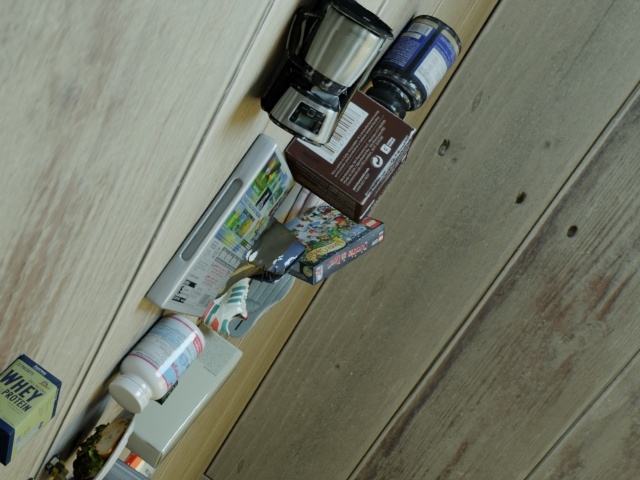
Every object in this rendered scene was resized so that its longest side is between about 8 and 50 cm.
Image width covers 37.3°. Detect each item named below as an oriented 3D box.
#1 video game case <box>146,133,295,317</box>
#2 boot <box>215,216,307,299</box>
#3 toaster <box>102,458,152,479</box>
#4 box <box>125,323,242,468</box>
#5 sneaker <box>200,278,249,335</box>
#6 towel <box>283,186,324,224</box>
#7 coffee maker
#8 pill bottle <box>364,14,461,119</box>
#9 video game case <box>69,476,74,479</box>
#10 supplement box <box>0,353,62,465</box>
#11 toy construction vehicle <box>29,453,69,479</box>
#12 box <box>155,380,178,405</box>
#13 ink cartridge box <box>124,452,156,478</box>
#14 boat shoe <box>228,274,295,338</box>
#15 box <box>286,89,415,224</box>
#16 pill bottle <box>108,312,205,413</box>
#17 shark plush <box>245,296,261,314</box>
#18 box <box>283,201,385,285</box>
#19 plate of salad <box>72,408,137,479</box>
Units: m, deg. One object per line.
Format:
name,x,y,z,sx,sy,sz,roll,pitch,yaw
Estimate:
video game case,-0.151,-0.011,1.548,0.300,0.036,0.329,-55,173,-4
boot,-0.117,0.048,1.768,0.219,0.106,0.082,-52,172,-31
toaster,-0.393,0.500,1.841,0.129,0.146,0.227,-52,172,-19
box,-0.278,0.303,1.869,0.275,0.113,0.094,-49,172,-36
sneaker,-0.167,0.120,1.904,0.161,0.075,0.057,-53,173,-23
towel,0.028,-0.137,2.165,0.332,0.053,0.317,-49,171,-50
coffee maker,0.011,-0.227,1.255,0.178,0.120,0.171,-57,174,19
pill bottle,0.181,-0.342,1.929,0.219,0.122,0.123,-53,173,-16
video game case,-0.436,0.589,1.678,0.196,0.026,0.274,-77,164,-64
supplement box,-0.339,0.188,1.051,0.083,0.056,0.083,-50,172,-42
toy construction vehicle,-0.429,0.383,1.477,0.086,0.035,0.098,-50,172,-40
box,-0.292,0.249,1.689,0.052,0.062,0.083,-54,174,-23
ink cartridge box,-0.456,0.580,2.220,0.189,0.066,0.232,-52,177,-27
boat shoe,-0.142,0.127,2.200,0.226,0.083,0.076,-45,-172,12
box,0.053,-0.156,1.716,0.168,0.167,0.203,-55,174,-7
pill bottle,-0.264,0.198,1.524,0.160,0.087,0.087,-51,172,-37
shark plush,-0.174,0.141,1.996,0.073,0.067,0.161,-56,174,8
box,0.000,0.000,1.934,0.233,0.159,0.044,-31,132,-42
plate of salad,-0.360,0.337,1.528,0.200,0.048,0.200,-49,-166,17
